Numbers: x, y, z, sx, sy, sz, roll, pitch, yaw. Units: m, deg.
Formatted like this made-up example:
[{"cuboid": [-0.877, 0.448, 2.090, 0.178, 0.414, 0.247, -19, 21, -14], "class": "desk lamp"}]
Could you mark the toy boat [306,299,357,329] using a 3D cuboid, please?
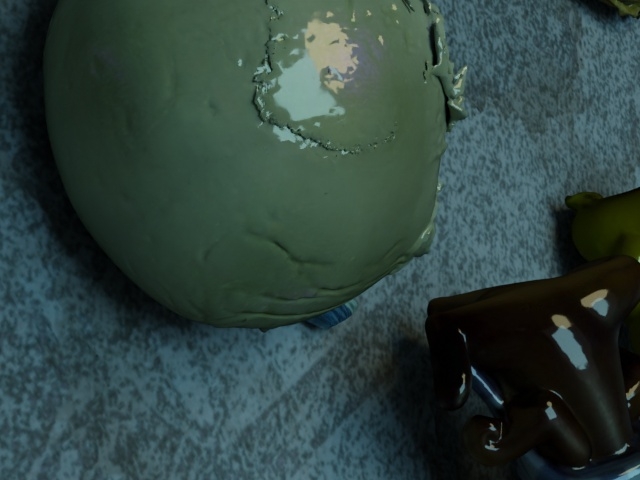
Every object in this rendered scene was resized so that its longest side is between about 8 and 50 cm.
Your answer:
[{"cuboid": [-0.008, 0.002, 1.438, 0.105, 0.034, 0.149, 13, 66, -45], "class": "toy boat"}]

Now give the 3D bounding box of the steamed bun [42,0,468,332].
[{"cuboid": [-0.042, -0.107, 1.276, 0.312, 0.233, 0.333, -27, 88, -48], "class": "steamed bun"}]

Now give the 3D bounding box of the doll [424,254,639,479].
[{"cuboid": [0.212, 0.178, 1.488, 0.318, 0.209, 0.339, -36, 106, -51], "class": "doll"}]

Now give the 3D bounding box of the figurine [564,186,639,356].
[{"cuboid": [0.371, 0.073, 1.712, 0.169, 0.218, 0.326, 42, 24, -57], "class": "figurine"}]

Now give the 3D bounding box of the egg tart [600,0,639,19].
[{"cuboid": [0.338, -0.394, 1.928, 0.279, 0.095, 0.278, 22, 59, -41], "class": "egg tart"}]
